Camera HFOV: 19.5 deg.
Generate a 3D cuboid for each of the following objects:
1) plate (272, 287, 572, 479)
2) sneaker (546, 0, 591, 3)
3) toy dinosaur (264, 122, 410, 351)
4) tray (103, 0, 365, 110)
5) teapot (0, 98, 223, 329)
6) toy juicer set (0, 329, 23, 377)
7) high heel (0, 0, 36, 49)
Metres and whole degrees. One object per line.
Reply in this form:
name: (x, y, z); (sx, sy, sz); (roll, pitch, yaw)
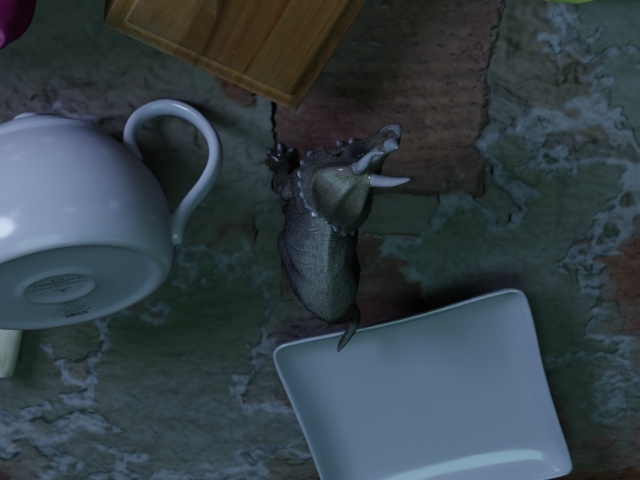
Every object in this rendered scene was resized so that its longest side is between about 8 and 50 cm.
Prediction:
plate: (0.115, 0.176, 2.040); (0.278, 0.045, 0.277); (-14, 126, 8)
sneaker: (0.179, -0.251, 1.700); (0.208, 0.094, 0.081); (11, 123, -12)
toy dinosaur: (0.000, 0.000, 1.835); (0.121, 0.160, 0.313); (6, 125, -6)
tray: (-0.012, -0.323, 1.654); (0.203, 0.076, 0.411); (23, 123, -18)
teapot: (-0.260, -0.038, 1.793); (0.256, 0.187, 0.252); (8, 150, -40)
toy juicer set: (-0.435, 0.110, 1.941); (0.329, 0.089, 0.209); (-6, 126, 2)
high heel: (-0.436, -0.195, 1.661); (0.377, 0.181, 0.127); (-17, 125, 10)
